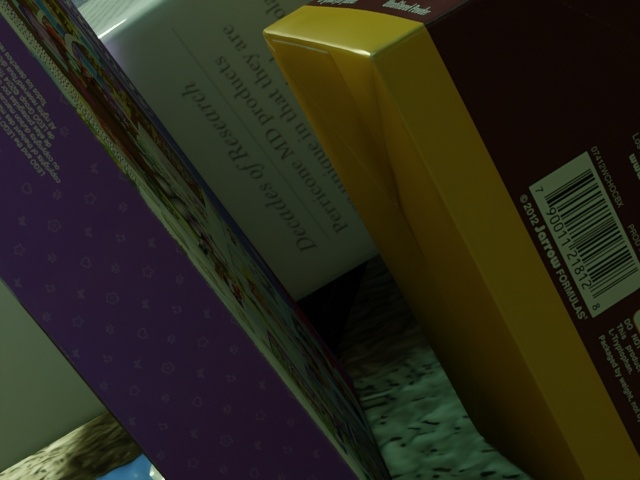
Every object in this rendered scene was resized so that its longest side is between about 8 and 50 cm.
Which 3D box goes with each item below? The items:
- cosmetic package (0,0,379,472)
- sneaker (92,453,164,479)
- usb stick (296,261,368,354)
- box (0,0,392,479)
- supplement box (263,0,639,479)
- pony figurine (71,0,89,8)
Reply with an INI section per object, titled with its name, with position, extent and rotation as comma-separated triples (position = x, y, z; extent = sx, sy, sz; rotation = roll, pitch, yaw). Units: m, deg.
[cosmetic package]
position = -0.031, -0.081, 0.755
extent = 0.453, 0.161, 0.230
rotation = -30, 17, 19
[sneaker]
position = -0.089, 0.139, 0.582
extent = 0.084, 0.058, 0.152
rotation = -25, 21, 21
[usb stick]
position = 0.000, 0.000, 0.846
extent = 0.077, 0.045, 0.278
rotation = -30, 16, 23
[box]
position = -0.074, -0.003, 0.556
extent = 0.057, 0.293, 0.201
rotation = -35, 17, 3
[supplement box]
position = 0.119, -0.038, 0.519
extent = 0.194, 0.191, 0.129
rotation = -32, 18, -9
[pony figurine]
position = -0.033, -0.174, 1.024
extent = 0.363, 0.303, 0.351
rotation = -26, -7, -17
